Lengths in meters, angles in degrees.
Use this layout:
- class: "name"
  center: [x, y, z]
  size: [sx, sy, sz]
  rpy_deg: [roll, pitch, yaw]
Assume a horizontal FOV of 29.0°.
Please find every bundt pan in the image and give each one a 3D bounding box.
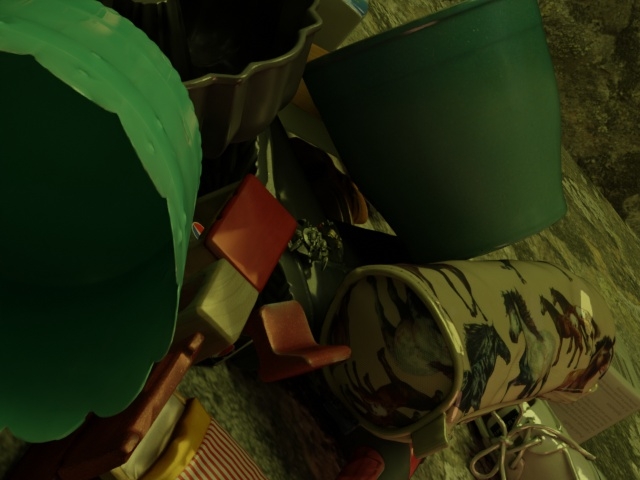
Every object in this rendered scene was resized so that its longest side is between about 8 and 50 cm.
- class: "bundt pan"
  center: [-0.165, -0.186, 1.173]
  size: [0.331, 0.330, 0.124]
  rpy_deg: [-90, -174, -50]

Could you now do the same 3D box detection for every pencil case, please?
- class: "pencil case"
  center: [0.168, 0.112, 1.287]
  size: [0.410, 0.160, 0.184]
  rpy_deg: [0, 74, -55]

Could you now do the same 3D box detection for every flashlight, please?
- class: "flashlight"
  center: [0.032, 0.228, 1.204]
  size: [0.304, 0.103, 0.103]
  rpy_deg: [-31, 113, -66]

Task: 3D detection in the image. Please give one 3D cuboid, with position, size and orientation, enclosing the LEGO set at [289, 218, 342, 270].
- class: "LEGO set"
  center: [-0.001, -0.003, 1.226]
  size: [0.054, 0.023, 0.083]
  rpy_deg: [57, 33, -11]

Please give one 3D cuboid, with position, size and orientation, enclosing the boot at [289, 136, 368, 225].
- class: "boot"
  center: [0.025, -0.041, 1.650]
  size: [0.152, 0.073, 0.197]
  rpy_deg: [33, 34, -59]

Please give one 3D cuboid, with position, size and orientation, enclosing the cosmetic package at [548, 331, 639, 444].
- class: "cosmetic package"
  center: [0.358, 0.203, 1.854]
  size: [0.151, 0.183, 0.151]
  rpy_deg: [42, 24, -33]

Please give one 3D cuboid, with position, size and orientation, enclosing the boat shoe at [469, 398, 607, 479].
- class: "boat shoe"
  center: [0.263, 0.258, 1.625]
  size: [0.156, 0.136, 0.367]
  rpy_deg: [38, 23, -41]

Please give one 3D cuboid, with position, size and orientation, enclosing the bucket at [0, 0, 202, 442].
- class: "bucket"
  center: [-0.208, -0.028, 0.808]
  size: [0.281, 0.281, 0.183]
  rpy_deg: [49, 19, -18]

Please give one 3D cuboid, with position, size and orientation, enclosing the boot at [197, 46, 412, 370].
- class: "boot"
  center: [0.029, -0.005, 1.426]
  size: [0.445, 0.146, 0.367]
  rpy_deg: [12, 59, -51]

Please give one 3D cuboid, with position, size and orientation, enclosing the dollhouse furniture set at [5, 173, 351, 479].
- class: "dollhouse furniture set"
  center: [-0.055, 0.116, 0.941]
  size: [0.201, 0.152, 0.374]
  rpy_deg: [49, 39, -18]

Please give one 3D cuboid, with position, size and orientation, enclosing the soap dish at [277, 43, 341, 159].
- class: "soap dish"
  center: [0.015, -0.179, 1.613]
  size: [0.291, 0.118, 0.229]
  rpy_deg: [33, 6, 31]

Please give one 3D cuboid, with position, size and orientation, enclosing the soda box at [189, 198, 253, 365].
- class: "soda box"
  center: [-0.125, 0.035, 1.194]
  size: [0.053, 0.060, 0.169]
  rpy_deg: [18, 42, -58]

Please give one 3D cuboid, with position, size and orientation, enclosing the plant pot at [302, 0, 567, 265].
- class: "plant pot"
  center: [0.145, -0.118, 1.344]
  size: [0.255, 0.271, 0.271]
  rpy_deg: [69, 19, -6]

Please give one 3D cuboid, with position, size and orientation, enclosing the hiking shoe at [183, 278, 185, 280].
- class: "hiking shoe"
  center: [-0.186, 0.016, 1.084]
  size: [0.114, 0.086, 0.227]
  rpy_deg: [19, 34, -34]

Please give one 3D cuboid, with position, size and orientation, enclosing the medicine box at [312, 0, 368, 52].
- class: "medicine box"
  center: [-0.068, -0.409, 1.840]
  size: [0.263, 0.149, 0.289]
  rpy_deg: [38, 25, -15]

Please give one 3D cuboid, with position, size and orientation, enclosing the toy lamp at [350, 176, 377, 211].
- class: "toy lamp"
  center: [0.049, -0.165, 1.889]
  size: [0.080, 0.080, 0.275]
  rpy_deg: [18, 42, -59]
